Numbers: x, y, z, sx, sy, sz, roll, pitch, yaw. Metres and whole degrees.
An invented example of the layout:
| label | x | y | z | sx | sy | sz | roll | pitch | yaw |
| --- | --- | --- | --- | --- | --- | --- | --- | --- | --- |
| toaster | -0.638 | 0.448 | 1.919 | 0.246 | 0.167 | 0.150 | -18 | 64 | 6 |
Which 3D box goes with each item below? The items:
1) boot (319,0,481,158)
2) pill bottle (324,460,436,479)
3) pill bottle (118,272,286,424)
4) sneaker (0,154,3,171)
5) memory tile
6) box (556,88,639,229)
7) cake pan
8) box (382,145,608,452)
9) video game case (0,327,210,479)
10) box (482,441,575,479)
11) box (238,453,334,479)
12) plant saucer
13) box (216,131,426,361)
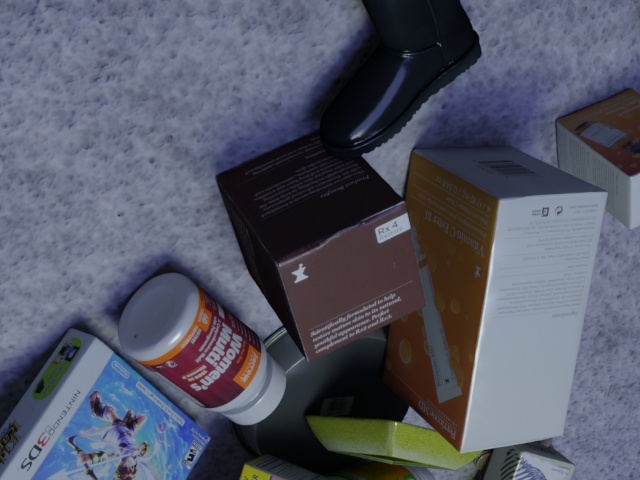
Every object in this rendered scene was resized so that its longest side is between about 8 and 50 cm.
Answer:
| label | x | y | z | sx | sy | sz | roll | pitch | yaw |
| --- | --- | --- | --- | --- | --- | --- | --- | --- | --- |
| boot | 0.068 | -0.239 | 1.303 | 0.246 | 0.094 | 0.207 | -39 | 135 | -9 |
| pill bottle | 0.081 | 0.404 | 1.688 | 0.245 | 0.136 | 0.136 | 0 | 124 | -56 |
| pill bottle | -0.145 | 0.145 | 1.436 | 0.121 | 0.121 | 0.221 | -43 | 131 | 4 |
| sneaker | -0.441 | -0.091 | 1.141 | 0.232 | 0.090 | 0.115 | -8 | 121 | -25 |
| memory tile | 0.333 | 0.369 | 1.917 | 0.148 | 0.012 | 0.113 | -28 | 130 | -8 |
| box | 0.424 | -0.114 | 1.531 | 0.130 | 0.170 | 0.091 | -24 | 129 | -13 |
| cake pan | 0.013 | 0.227 | 1.622 | 0.293 | 0.054 | 0.293 | -14 | 126 | -20 |
| box | 0.220 | 0.070 | 1.482 | 0.168 | 0.215 | 0.345 | -4 | 111 | -26 |
| video game case | -0.288 | 0.286 | 1.425 | 0.244 | 0.061 | 0.269 | -58 | 134 | -20 |
| box | 0.312 | 0.469 | 1.850 | 0.113 | 0.094 | 0.275 | 17 | 94 | -17 |
| box | -0.014 | 0.434 | 1.506 | 0.117 | 0.243 | 0.213 | 19 | 91 | -76 |
| plant saucer | 0.101 | 0.283 | 1.554 | 0.188 | 0.188 | 0.045 | 20 | 73 | -36 |
| box | 0.000 | 0.000 | 1.361 | 0.168 | 0.203 | 0.167 | -24 | 130 | -11 |
